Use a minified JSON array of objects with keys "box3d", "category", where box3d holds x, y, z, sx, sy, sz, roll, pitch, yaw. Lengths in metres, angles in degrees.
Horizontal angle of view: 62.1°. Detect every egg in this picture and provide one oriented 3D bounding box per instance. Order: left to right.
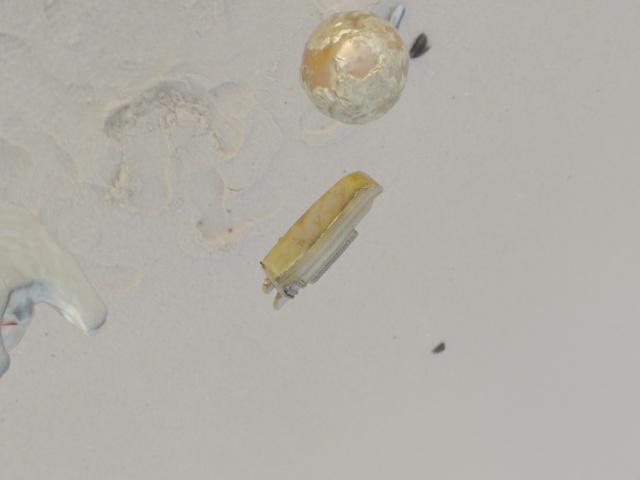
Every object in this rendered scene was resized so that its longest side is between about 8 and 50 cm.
[{"box3d":[0.062,-0.318,0.980,0.203,0.245,0.203,-1,108,-4],"category":"egg"}]

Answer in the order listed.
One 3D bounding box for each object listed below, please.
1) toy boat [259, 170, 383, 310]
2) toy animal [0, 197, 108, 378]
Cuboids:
[{"box3d":[0.000,0.000,1.015,0.310,0.089,0.115,-48,140,0],"category":"toy boat"},{"box3d":[-0.427,0.042,0.524,0.308,0.188,0.266,-36,113,-53],"category":"toy animal"}]
